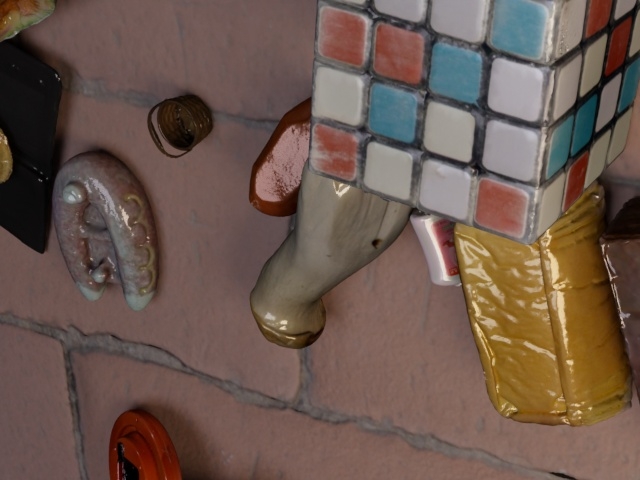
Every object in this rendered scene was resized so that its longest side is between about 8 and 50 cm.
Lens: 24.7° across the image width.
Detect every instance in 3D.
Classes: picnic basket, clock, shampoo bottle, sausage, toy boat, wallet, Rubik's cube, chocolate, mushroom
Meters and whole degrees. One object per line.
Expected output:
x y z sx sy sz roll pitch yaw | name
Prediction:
-0.181 -0.140 1.806 0.072 0.083 0.072 16 123 27 | picnic basket
-0.255 0.344 2.093 0.205 0.051 0.205 20 114 56 | clock
0.147 0.005 1.655 0.043 0.072 0.099 20 132 66 | shampoo bottle
-0.024 -0.098 1.715 0.089 0.089 0.179 40 121 12 | sausage
-0.298 -0.008 1.962 0.155 0.085 0.227 12 120 32 | toy boat
-0.464 -0.156 2.033 0.247 0.041 0.323 32 132 19 | wallet
0.158 -0.184 1.420 0.259 0.256 0.253 22 125 25 | Rubik's cube
0.380 0.118 1.518 0.112 0.112 0.321 -3 112 40 | chocolate
0.000 0.000 1.709 0.329 0.159 0.122 121 149 -42 | mushroom

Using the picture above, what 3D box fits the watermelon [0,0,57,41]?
-0.431 -0.363 1.851 0.321 0.175 0.188 2 70 28 | watermelon

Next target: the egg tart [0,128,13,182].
-0.477 -0.127 2.003 0.128 0.049 0.129 20 131 25 | egg tart

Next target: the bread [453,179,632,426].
0.245 0.068 1.585 0.152 0.119 0.288 1 113 39 | bread
